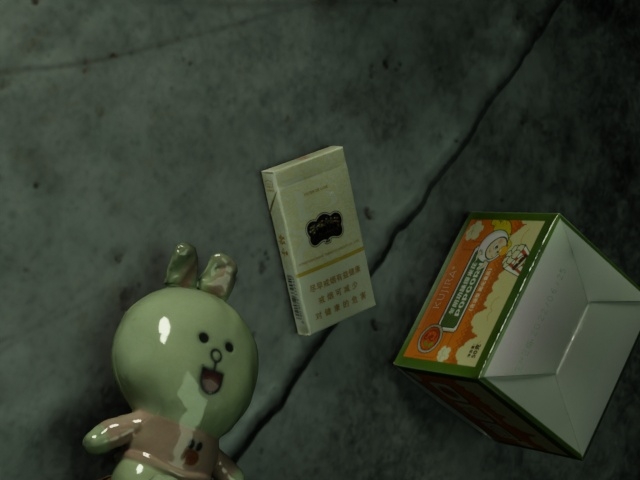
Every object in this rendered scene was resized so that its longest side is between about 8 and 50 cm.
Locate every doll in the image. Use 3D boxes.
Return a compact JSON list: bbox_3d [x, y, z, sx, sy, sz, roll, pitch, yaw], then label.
[{"bbox_3d":[-0.126,0.141,1.226,0.155,0.113,0.275,18,58,-30],"label":"doll"}]

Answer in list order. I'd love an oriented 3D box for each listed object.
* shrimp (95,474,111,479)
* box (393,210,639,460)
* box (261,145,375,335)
[{"bbox_3d":[-0.147,0.294,1.267,0.289,0.075,0.178,1,90,-25],"label":"shrimp"},{"bbox_3d":[0.210,0.096,1.472,0.177,0.148,0.194,38,71,-30],"label":"box"},{"bbox_3d":[0.000,0.000,1.377,0.090,0.024,0.166,-22,107,-35],"label":"box"}]
